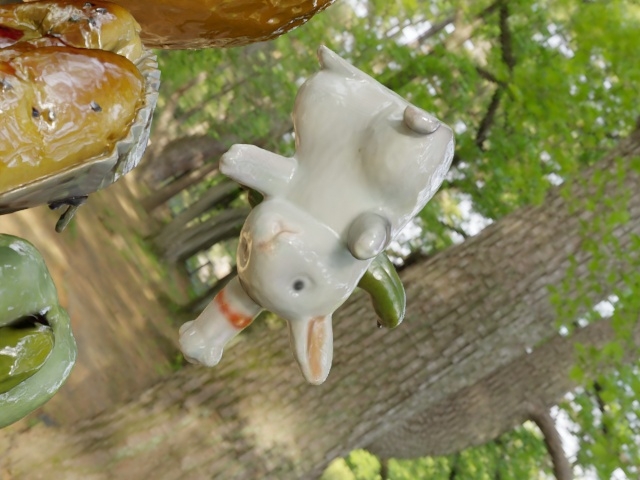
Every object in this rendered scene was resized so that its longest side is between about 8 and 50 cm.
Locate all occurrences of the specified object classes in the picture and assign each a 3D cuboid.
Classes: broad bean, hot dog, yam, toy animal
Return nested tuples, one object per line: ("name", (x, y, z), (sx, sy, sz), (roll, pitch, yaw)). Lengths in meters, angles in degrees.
("broad bean", (0.000, 0.000, 0.915), (0.213, 0.048, 0.070), (43, -45, 13))
("broad bean", (-0.244, 0.064, 0.535), (0.169, 0.228, 0.100), (-42, 121, -56))
("hot dog", (-0.180, -0.042, 0.376), (0.131, 0.253, 0.069), (41, -40, 48))
("yam", (-0.290, -0.055, 1.172), (0.014, 0.107, 0.014), (33, 2, -1))
("toy animal", (-0.008, -0.006, 0.753), (0.140, 0.282, 0.138), (35, -6, 24))

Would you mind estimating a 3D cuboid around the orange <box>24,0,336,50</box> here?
("orange", (-0.100, -0.283, 0.576), (0.340, 0.293, 0.340), (5, 90, -77))
